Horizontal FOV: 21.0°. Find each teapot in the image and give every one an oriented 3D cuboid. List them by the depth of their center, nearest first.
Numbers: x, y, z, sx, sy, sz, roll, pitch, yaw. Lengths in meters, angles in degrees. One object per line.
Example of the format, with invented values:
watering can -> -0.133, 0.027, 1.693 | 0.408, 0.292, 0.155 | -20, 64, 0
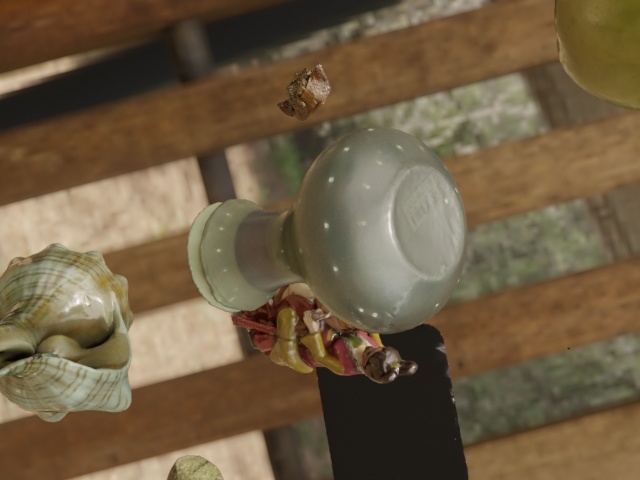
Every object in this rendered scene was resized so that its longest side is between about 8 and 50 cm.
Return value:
teapot -> 0.000, 0.000, 1.554 | 0.183, 0.251, 0.183 | 12, 74, -47

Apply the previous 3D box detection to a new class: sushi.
sushi -> -0.018, -0.192, 2.233 | 0.055, 0.052, 0.120 | 46, -14, -6

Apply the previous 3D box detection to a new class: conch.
conch -> -0.292, 0.121, 1.860 | 0.386, 0.203, 0.169 | -56, 169, -62

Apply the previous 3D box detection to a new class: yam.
yam -> -0.158, 0.330, 1.813 | 0.061, 0.061, 0.274 | -105, -152, -46

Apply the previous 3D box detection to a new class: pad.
pad -> 0.168, 0.220, 2.124 | 0.055, 0.323, 0.250 | 164, -83, -83

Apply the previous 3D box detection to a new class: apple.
apple -> 0.436, -0.332, 2.211 | 0.233, 0.258, 0.295 | 62, 41, -52

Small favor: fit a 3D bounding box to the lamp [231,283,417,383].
lamp -> 0.006, 0.083, 1.767 | 0.253, 0.118, 0.118 | 11, -61, 63
